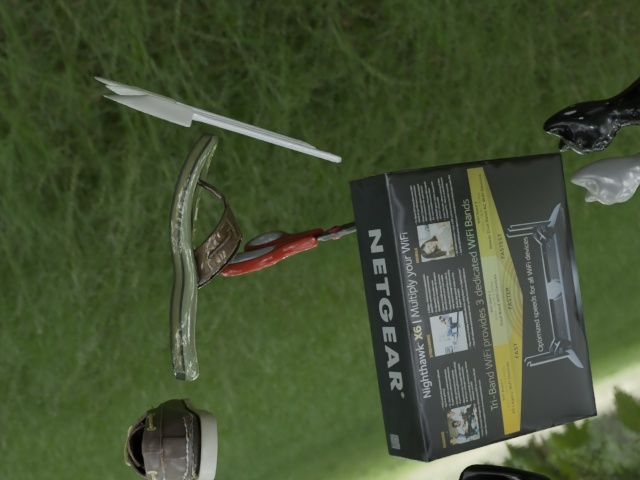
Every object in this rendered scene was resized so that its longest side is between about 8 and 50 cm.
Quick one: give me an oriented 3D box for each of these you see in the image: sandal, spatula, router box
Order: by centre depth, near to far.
[{"bbox_3d":[-0.105,-0.118,1.094,0.242,0.019,0.168,17,-175,-19],"label":"spatula"},{"bbox_3d":[0.173,0.067,1.205,0.243,0.309,0.081,-8,180,-29],"label":"router box"},{"bbox_3d":[-0.139,0.020,1.334,0.086,0.303,0.120,2,-179,-2],"label":"sandal"}]

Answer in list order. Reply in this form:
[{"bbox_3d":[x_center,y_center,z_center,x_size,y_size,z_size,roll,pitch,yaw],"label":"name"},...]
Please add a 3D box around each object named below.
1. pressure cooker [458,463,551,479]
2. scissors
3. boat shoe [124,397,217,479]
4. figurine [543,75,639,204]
[{"bbox_3d":[0.139,0.415,0.904,0.370,0.375,0.420,-37,170,-5],"label":"pressure cooker"},{"bbox_3d":[0.000,0.000,1.363,0.297,0.021,0.109,-10,-162,35],"label":"scissors"},{"bbox_3d":[-0.218,0.278,1.494,0.096,0.117,0.324,2,174,-17],"label":"boat shoe"},{"bbox_3d":[0.387,-0.125,1.292,0.209,0.092,0.215,-22,145,15],"label":"figurine"}]
